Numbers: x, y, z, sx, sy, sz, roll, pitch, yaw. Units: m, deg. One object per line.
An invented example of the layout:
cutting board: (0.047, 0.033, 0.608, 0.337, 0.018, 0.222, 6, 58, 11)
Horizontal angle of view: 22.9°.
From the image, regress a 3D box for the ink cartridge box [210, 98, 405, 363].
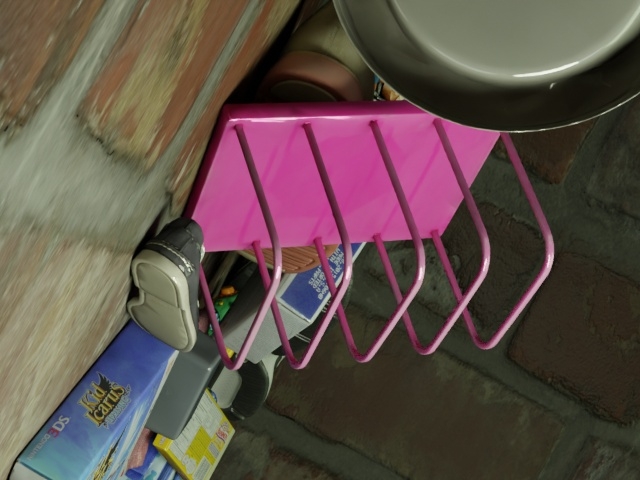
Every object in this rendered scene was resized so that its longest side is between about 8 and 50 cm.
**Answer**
ink cartridge box: (0.000, 0.000, 1.996, 0.324, 0.071, 0.330, -56, -174, -22)

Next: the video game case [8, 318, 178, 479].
video game case: (-0.243, 0.235, 1.504, 0.244, 0.061, 0.269, -64, 176, 31)

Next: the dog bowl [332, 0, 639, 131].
dog bowl: (0.179, -0.263, 1.429, 0.349, 0.348, 0.102, -61, 174, -1)

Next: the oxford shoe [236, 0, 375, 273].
oxford shoe: (-0.011, -0.097, 1.663, 0.397, 0.140, 0.146, 117, -3, -58)

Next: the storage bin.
storage bin: (-0.164, 0.141, 1.684, 0.135, 0.091, 0.098, -62, 178, 26)

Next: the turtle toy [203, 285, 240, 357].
turtle toy: (-0.133, 0.111, 2.220, 0.095, 0.066, 0.130, -60, 178, -24)

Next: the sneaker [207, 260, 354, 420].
sneaker: (-0.066, 0.064, 2.443, 0.447, 0.169, 0.257, -53, -167, 44)

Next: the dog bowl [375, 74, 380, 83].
dog bowl: (0.041, -0.218, 2.043, 0.297, 0.074, 0.166, -61, 178, -14)

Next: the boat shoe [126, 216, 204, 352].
boat shoe: (-0.132, 0.043, 1.451, 0.065, 0.075, 0.206, -57, 171, -23)

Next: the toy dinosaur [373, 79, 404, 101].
toy dinosaur: (0.088, -0.205, 2.424, 0.322, 0.164, 0.218, -38, 153, -19)

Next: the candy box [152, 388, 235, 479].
candy box: (-0.171, 0.270, 2.165, 0.105, 0.027, 0.206, -64, 161, -19)

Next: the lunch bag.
lunch bag: (-0.227, 0.304, 2.261, 0.219, 0.090, 0.176, -61, 174, -20)

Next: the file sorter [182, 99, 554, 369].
file sorter: (0.042, 0.002, 1.486, 0.202, 0.290, 0.182, 116, -37, -49)

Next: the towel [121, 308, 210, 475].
towel: (-0.224, 0.217, 1.945, 0.237, 0.037, 0.329, -63, 177, 11)
